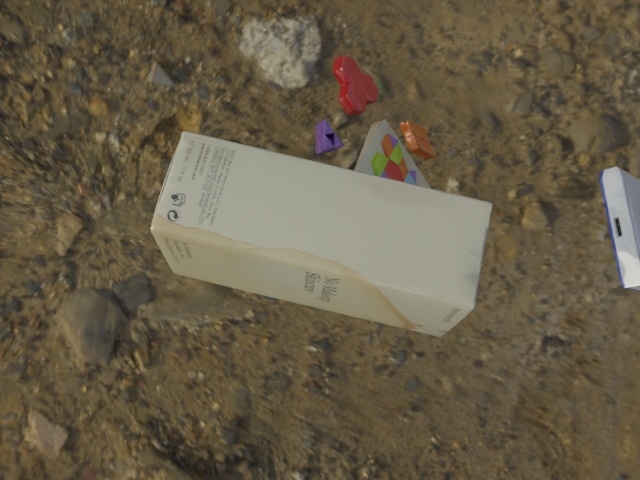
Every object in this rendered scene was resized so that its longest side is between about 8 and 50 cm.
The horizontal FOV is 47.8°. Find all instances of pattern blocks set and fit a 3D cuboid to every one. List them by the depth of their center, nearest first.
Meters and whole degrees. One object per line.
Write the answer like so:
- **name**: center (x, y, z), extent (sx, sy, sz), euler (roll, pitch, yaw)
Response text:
- **pattern blocks set**: center (0.107, -0.067, 0.981), extent (0.325, 0.026, 0.285), euler (40, 47, -34)

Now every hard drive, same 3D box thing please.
- **hard drive**: center (0.612, 0.000, 1.331), extent (0.319, 0.040, 0.210), euler (13, 66, -46)

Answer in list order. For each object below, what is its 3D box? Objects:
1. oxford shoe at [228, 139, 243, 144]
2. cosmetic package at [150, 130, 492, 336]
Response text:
- **oxford shoe**: center (-0.108, -0.080, 1.268), extent (0.083, 0.096, 0.227), euler (-9, 76, -57)
- **cosmetic package**: center (0.000, 0.000, 0.747), extent (0.310, 0.160, 0.113), euler (14, 72, 3)
